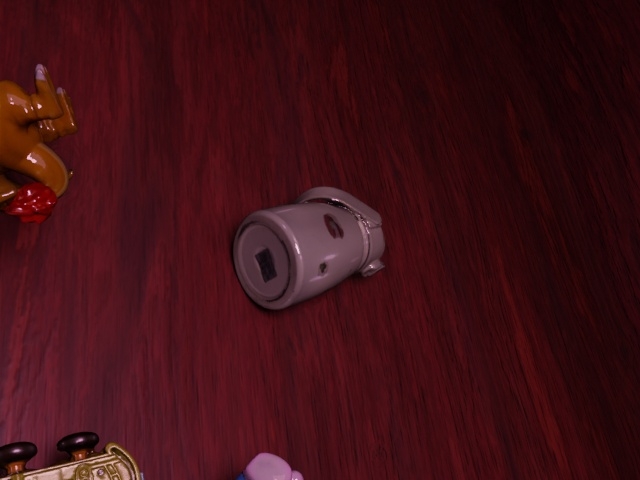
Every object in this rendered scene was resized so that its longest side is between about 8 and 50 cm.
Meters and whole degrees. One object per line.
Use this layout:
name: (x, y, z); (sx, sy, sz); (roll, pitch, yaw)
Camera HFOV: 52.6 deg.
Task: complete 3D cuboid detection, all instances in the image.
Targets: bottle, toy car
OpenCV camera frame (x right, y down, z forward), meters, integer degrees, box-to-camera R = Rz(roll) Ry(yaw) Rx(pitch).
bottle: (0.000, 0.000, 1.413); (0.351, 0.229, 0.229); (-17, 75, -44)
toy car: (-0.377, 0.386, 0.908); (0.248, 0.142, 0.200); (-1, 63, -28)

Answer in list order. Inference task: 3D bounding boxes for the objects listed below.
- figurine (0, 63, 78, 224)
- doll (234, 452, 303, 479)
figurine: (-0.564, -0.127, 0.951); (0.387, 0.401, 0.268); (-14, 110, -9)
doll: (-0.043, 0.513, 1.036); (0.310, 0.240, 0.284); (41, 84, 9)
